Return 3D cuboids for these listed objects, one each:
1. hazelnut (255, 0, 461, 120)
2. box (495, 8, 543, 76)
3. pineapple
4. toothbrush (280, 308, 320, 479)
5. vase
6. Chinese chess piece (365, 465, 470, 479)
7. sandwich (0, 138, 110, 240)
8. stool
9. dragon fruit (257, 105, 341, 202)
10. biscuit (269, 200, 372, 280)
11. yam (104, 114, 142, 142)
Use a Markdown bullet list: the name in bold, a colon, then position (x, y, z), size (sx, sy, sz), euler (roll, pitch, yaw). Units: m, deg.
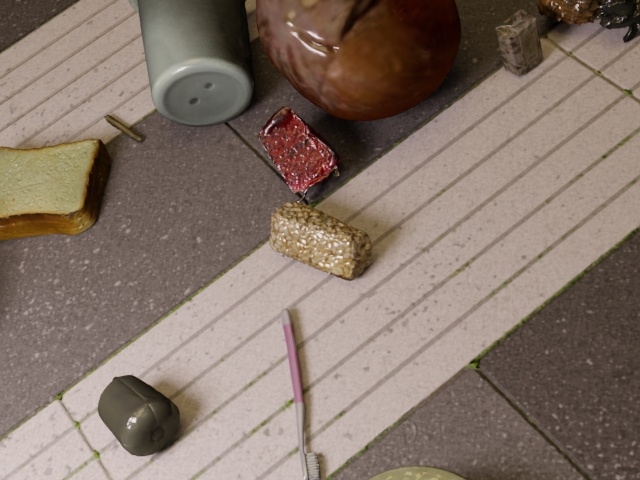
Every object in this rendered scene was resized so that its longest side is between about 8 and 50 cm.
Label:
- **hazelnut**: position (0.051, -0.357, 1.780), size (0.315, 0.372, 0.372), euler (-43, 43, 34)
- **box**: position (0.329, -0.325, 1.816), size (0.062, 0.098, 0.045), euler (-36, 48, -13)
- **pineapple**: position (0.487, -0.395, 1.820), size (0.237, 0.111, 0.119), euler (20, 95, 18)
- **toothbrush**: position (-0.031, 0.218, 1.586), size (0.025, 0.020, 0.286), euler (-10, 53, 0)
- **vase**: position (-0.213, -0.363, 1.945), size (0.245, 0.245, 0.291), euler (-16, 58, 5)
- **Chinese chess piece**: position (0.121, 0.403, 1.353), size (0.250, 0.101, 0.250), euler (-8, 53, 11)
- **sandwich**: position (-0.484, -0.092, 1.922), size (0.214, 0.065, 0.186), euler (-6, 54, 13)
- **stool**: position (-0.264, 0.251, 1.589), size (0.096, 0.096, 0.110), euler (-44, 51, -16)
- **dragon fruit**: position (-0.033, -0.142, 1.812), size (0.102, 0.096, 0.147), euler (-36, 83, 2)
- **biscuit**: position (0.000, 0.000, 1.700), size (0.168, 0.082, 0.070), euler (22, 39, 30)
- **yam**: position (-0.356, -0.202, 1.994), size (0.107, 0.014, 0.014), euler (34, 70, 34)
